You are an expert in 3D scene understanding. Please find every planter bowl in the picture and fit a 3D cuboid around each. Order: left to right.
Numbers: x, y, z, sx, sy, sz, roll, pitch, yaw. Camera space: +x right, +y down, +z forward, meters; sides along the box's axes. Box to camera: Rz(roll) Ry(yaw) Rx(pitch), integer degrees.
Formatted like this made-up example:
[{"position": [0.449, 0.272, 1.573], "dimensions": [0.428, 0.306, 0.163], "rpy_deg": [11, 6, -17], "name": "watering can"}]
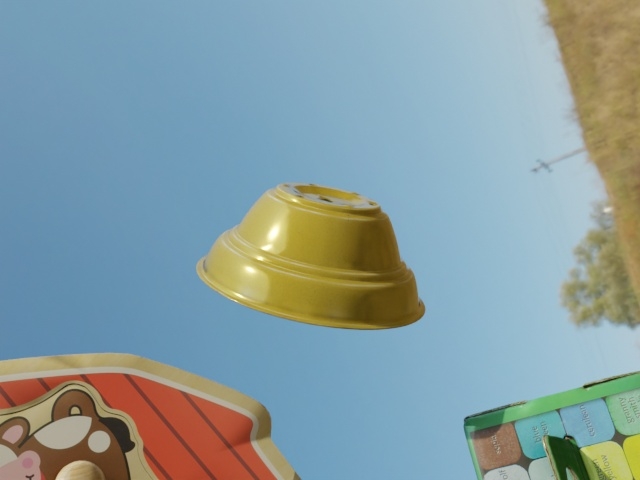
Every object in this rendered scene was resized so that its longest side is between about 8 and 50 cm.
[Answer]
[{"position": [0.000, 0.000, 0.696], "dimensions": [0.217, 0.217, 0.090], "rpy_deg": [-14, -62, -62], "name": "planter bowl"}]

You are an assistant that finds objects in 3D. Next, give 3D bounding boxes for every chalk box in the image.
[{"position": [0.248, 0.238, 0.687], "dimensions": [0.289, 0.179, 0.180], "rpy_deg": [50, -155, -60], "name": "chalk box"}]

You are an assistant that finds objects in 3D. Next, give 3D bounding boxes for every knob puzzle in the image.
[{"position": [-0.088, 0.125, 0.291], "dimensions": [0.213, 0.030, 0.213], "rpy_deg": [9, -117, -19], "name": "knob puzzle"}]
